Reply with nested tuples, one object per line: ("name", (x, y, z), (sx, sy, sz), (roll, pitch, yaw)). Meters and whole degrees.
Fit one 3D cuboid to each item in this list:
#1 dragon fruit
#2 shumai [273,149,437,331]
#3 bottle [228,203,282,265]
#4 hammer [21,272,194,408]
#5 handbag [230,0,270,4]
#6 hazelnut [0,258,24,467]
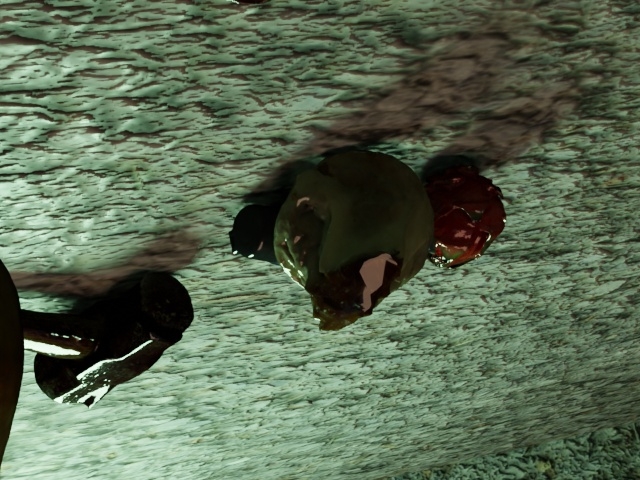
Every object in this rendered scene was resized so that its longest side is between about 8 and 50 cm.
("dragon fruit", (0.158, -0.028, 1.376), (0.130, 0.121, 0.142), (16, 138, 8))
("shumai", (0.046, 0.006, 1.257), (0.201, 0.120, 0.201), (-7, 116, -16))
("bottle", (0.000, 0.000, 1.373), (0.244, 0.072, 0.082), (7, 155, -44))
("hammer", (-0.367, 0.109, 1.349), (0.242, 0.095, 0.409), (-33, 151, 33))
("handbag", (-0.068, -0.276, 0.697), (0.260, 0.084, 0.275), (8, 146, -41))
("hazelnut", (-0.438, 0.115, 1.018), (0.366, 0.365, 0.366), (-15, 157, -6))
